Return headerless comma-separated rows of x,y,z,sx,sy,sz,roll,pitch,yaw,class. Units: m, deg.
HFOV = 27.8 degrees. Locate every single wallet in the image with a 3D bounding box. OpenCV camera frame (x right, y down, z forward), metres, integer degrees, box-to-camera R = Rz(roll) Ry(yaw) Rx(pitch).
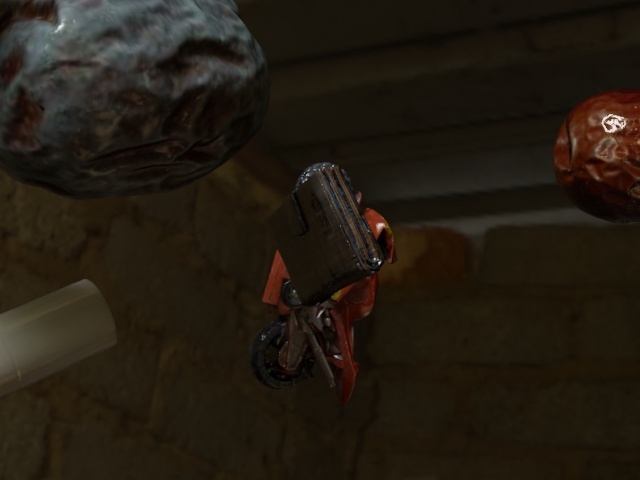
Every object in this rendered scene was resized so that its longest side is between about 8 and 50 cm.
0.000,0.000,1.412,0.042,0.124,0.230,-22,-5,-18,wallet

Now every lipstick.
-0.384,0.142,1.402,0.327,0.087,0.087,-24,-6,-29,lipstick

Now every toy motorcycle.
0.010,0.055,1.646,0.171,0.298,0.089,17,-3,-31,toy motorcycle

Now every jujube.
0.403,-0.097,1.558,0.237,0.168,0.168,6,-21,-5,jujube
-0.198,-0.149,1.257,0.308,0.215,0.246,-14,-4,-38,jujube
